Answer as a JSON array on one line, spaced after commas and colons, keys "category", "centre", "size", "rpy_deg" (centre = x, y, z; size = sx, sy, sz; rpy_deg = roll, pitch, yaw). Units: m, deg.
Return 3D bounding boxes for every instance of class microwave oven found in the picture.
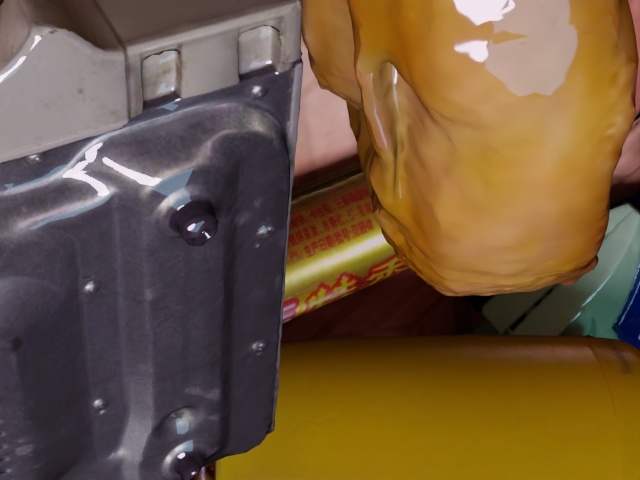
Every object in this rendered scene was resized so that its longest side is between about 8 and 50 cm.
[{"category": "microwave oven", "centre": [-0.201, 0.006, 0.518], "size": [0.355, 0.218, 0.286], "rpy_deg": [-19, 140, -21]}]

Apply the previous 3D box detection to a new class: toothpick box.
[{"category": "toothpick box", "centre": [0.054, 0.138, 0.802], "size": [0.271, 0.175, 0.175], "rpy_deg": [3, 135, -9]}]

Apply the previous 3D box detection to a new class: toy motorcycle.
[{"category": "toy motorcycle", "centre": [0.205, 0.046, 0.978], "size": [0.331, 0.125, 0.196], "rpy_deg": [-50, 141, 13]}]

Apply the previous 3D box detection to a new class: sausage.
[{"category": "sausage", "centre": [0.000, 0.000, 0.796], "size": [0.371, 0.082, 0.082], "rpy_deg": [-22, 142, -19]}]

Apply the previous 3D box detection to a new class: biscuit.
[{"category": "biscuit", "centre": [0.033, -0.123, 0.504], "size": [0.102, 0.296, 0.296], "rpy_deg": [-10, 141, -2]}]
